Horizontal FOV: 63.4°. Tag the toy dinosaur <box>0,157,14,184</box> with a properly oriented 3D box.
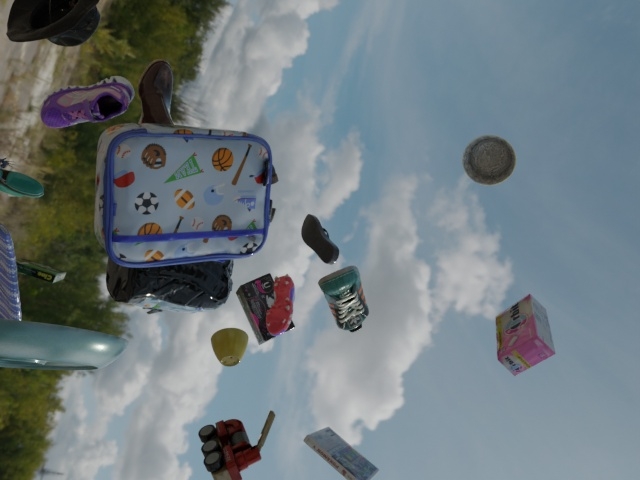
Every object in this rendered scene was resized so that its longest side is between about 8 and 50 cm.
[{"bbox_3d":[-0.680,-0.165,1.090,0.082,0.090,0.047,14,-120,47],"label":"toy dinosaur"}]

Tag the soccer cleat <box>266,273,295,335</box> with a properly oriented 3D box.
[{"bbox_3d":[-0.112,0.207,1.591,0.083,0.095,0.248,-13,-144,10],"label":"soccer cleat"}]

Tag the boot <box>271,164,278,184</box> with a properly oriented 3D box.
[{"bbox_3d":[-0.241,-0.230,1.649,0.219,0.106,0.082,-1,-153,23],"label":"boot"}]

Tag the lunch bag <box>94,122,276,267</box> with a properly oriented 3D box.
[{"bbox_3d":[-0.219,-0.070,0.882,0.115,0.304,0.243,24,-68,52],"label":"lunch bag"}]

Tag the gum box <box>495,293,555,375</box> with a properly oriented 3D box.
[{"bbox_3d":[0.473,0.214,1.213,0.107,0.062,0.188,-42,-172,29],"label":"gum box"}]

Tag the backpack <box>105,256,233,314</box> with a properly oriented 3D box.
[{"bbox_3d":[-0.384,0.062,1.380,0.273,0.356,0.290,-14,-113,41],"label":"backpack"}]

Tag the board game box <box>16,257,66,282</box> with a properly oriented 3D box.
[{"bbox_3d":[-0.840,0.087,1.537,0.030,0.136,0.260,-68,-162,-9],"label":"board game box"}]

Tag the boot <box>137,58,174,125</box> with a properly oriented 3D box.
[{"bbox_3d":[-0.393,-0.312,1.307,0.207,0.090,0.248,40,-64,40],"label":"boot"}]

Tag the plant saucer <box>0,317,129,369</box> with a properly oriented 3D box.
[{"bbox_3d":[-0.437,0.150,0.722,0.318,0.318,0.043,-25,-123,54],"label":"plant saucer"}]

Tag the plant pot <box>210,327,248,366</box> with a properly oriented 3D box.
[{"bbox_3d":[-0.319,0.386,1.828,0.134,0.134,0.095,-50,-146,31],"label":"plant pot"}]

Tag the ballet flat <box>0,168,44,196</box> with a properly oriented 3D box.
[{"bbox_3d":[-1.060,-0.195,1.733,0.087,0.247,0.083,-39,-140,41],"label":"ballet flat"}]

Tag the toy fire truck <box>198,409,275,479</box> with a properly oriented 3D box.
[{"bbox_3d":[-0.249,0.630,1.641,0.217,0.247,0.158,-142,-146,-66],"label":"toy fire truck"}]

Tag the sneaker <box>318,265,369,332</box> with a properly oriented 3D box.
[{"bbox_3d":[0.072,0.155,1.308,0.108,0.302,0.121,-25,-111,0],"label":"sneaker"}]

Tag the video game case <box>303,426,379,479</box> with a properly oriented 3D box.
[{"bbox_3d":[0.058,0.562,1.351,0.183,0.201,0.023,34,-92,21],"label":"video game case"}]

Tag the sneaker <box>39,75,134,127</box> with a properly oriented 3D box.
[{"bbox_3d":[-0.584,-0.333,1.298,0.095,0.237,0.104,77,-9,-48],"label":"sneaker"}]

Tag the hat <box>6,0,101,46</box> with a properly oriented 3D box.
[{"bbox_3d":[-0.782,-0.681,1.592,0.332,0.134,0.331,-7,-117,13],"label":"hat"}]

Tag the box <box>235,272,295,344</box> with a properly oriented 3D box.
[{"bbox_3d":[-0.229,0.284,2.137,0.247,0.142,0.163,65,-21,8],"label":"box"}]

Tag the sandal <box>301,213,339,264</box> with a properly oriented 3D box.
[{"bbox_3d":[0.000,0.001,1.887,0.097,0.055,0.254,-56,-137,24],"label":"sandal"}]

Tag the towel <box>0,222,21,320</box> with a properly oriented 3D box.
[{"bbox_3d":[-0.781,0.055,1.192,0.040,0.243,0.336,-37,154,-49],"label":"towel"}]

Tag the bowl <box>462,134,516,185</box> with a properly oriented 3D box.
[{"bbox_3d":[0.567,-0.276,1.731,0.170,0.170,0.080,-48,176,33],"label":"bowl"}]
